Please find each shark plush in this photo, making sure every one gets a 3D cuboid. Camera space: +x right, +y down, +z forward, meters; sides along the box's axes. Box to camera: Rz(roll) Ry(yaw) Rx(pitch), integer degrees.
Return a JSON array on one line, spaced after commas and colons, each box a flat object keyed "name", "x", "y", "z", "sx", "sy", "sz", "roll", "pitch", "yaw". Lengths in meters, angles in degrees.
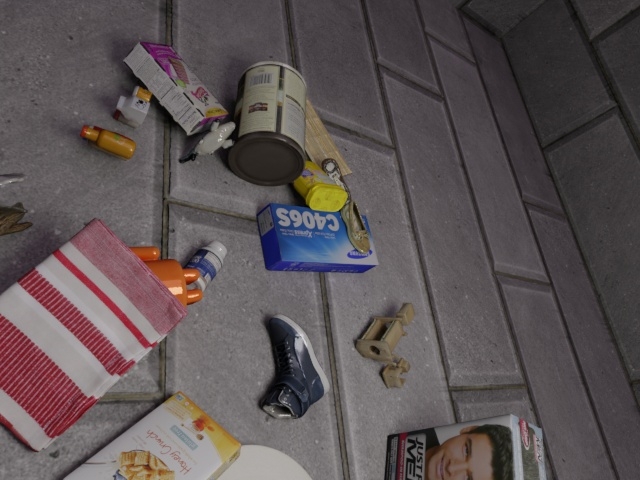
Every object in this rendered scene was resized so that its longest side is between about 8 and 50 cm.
[{"name": "shark plush", "x": -0.275, "y": -0.236, "z": 1.190, "sx": 0.073, "sy": 0.161, "sz": 0.067, "roll": 41, "pitch": 10, "yaw": -24}]

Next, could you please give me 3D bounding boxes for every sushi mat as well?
[{"name": "sushi mat", "x": -0.019, "y": -0.337, "z": 1.548, "sx": 0.151, "sy": 0.019, "sz": 0.317, "roll": -27, "pitch": 85, "yaw": -45}]

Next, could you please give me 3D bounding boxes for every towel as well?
[{"name": "towel", "x": -0.423, "y": 0.154, "z": 0.803, "sx": 0.329, "sy": 0.037, "sz": 0.237, "roll": -45, "pitch": 98, "yaw": -17}]

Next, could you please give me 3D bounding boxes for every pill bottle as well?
[{"name": "pill bottle", "x": -0.262, "y": 0.057, "z": 1.079, "sx": 0.067, "sy": 0.067, "sz": 0.120, "roll": 42, "pitch": 46, "yaw": -14}]

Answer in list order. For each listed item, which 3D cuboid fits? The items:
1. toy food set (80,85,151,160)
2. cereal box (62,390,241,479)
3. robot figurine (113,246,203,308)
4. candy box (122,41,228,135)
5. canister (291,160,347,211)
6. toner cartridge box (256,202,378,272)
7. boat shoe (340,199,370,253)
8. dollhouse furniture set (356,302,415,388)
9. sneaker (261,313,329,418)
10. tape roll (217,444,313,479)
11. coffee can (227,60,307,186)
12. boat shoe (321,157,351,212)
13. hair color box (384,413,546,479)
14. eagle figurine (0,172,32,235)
[{"name": "toy food set", "x": -0.458, "y": -0.266, "z": 1.065, "sx": 0.104, "sy": 0.111, "sz": 0.232, "roll": 22, "pitch": 47, "yaw": -28}, {"name": "cereal box", "x": -0.282, "y": 0.392, "z": 0.826, "sx": 0.173, "sy": 0.047, "sz": 0.240, "roll": 30, "pitch": 38, "yaw": 23}, {"name": "robot figurine", "x": -0.346, "y": 0.101, "z": 0.931, "sx": 0.219, "sy": 0.158, "sz": 0.128, "roll": -6, "pitch": 28, "yaw": -32}, {"name": "candy box", "x": -0.358, "y": -0.384, "z": 1.208, "sx": 0.233, "sy": 0.071, "sz": 0.159, "roll": 50, "pitch": 20, "yaw": -8}, {"name": "canister", "x": -0.019, "y": -0.160, "z": 1.359, "sx": 0.126, "sy": 0.073, "sz": 0.170, "roll": 3, "pitch": 35, "yaw": -40}, {"name": "toner cartridge box", "x": 0.000, "y": 0.000, "z": 1.331, "sx": 0.347, "sy": 0.075, "sz": 0.165, "roll": 4, "pitch": 65, "yaw": -39}, {"name": "boat shoe", "x": 0.106, "y": -0.038, "z": 1.354, "sx": 0.056, "sy": 0.048, "sz": 0.153, "roll": -6, "pitch": 70, "yaw": -42}, {"name": "dollhouse furniture set", "x": 0.199, "y": 0.292, "z": 1.348, "sx": 0.182, "sy": 0.101, "sz": 0.161, "roll": -43, "pitch": 121, "yaw": -46}, {"name": "sneaker", "x": -0.084, "y": 0.291, "z": 1.084, "sx": 0.163, "sy": 0.086, "sz": 0.226, "roll": -29, "pitch": 88, "yaw": -48}, {"name": "tape roll", "x": -0.145, "y": 0.586, "z": 0.875, "sx": 0.392, "sy": 0.072, "sz": 0.392, "roll": 21, "pitch": 54, "yaw": -32}, {"name": "coffee can", "x": -0.137, "y": -0.317, "z": 1.303, "sx": 0.201, "sy": 0.201, "sz": 0.276, "roll": 21, "pitch": 54, "yaw": -31}, {"name": "boat shoe", "x": 0.048, "y": -0.160, "z": 1.464, "sx": 0.068, "sy": 0.072, "sz": 0.190, "roll": -16, "pitch": 102, "yaw": -9}, {"name": "hair color box", "x": 0.310, "y": 0.525, "z": 1.080, "sx": 0.113, "sy": 0.374, "sz": 0.185, "roll": 31, "pitch": 49, "yaw": -24}, {"name": "eagle figurine", "x": -0.644, "y": -0.107, "z": 0.765, "sx": 0.225, "sy": 0.226, "sz": 0.298, "roll": -44, "pitch": 103, "yaw": -25}]
